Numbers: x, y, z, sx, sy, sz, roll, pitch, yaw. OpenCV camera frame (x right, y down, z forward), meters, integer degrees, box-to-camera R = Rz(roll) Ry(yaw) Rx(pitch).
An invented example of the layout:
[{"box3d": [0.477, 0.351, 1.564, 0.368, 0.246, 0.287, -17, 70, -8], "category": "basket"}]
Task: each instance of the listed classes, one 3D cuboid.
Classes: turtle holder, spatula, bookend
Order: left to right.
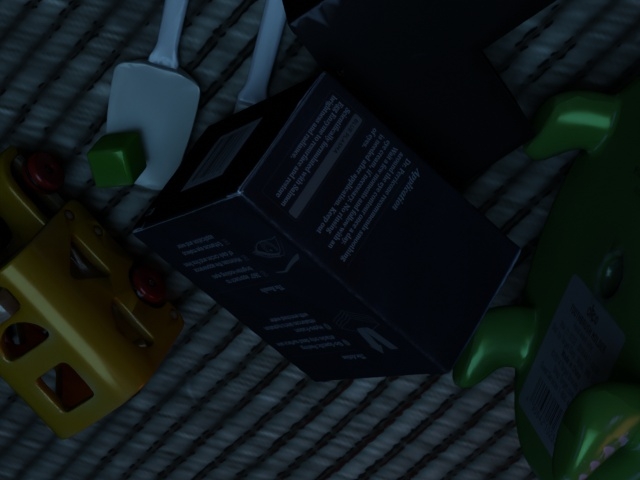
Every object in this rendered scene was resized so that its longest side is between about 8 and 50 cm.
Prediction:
[{"box3d": [-0.034, -0.126, 0.844, 0.168, 0.019, 0.242, 16, 117, 2], "category": "spatula"}, {"box3d": [0.084, -0.121, 0.799, 0.157, 0.072, 0.156, -34, 117, 12], "category": "bookend"}, {"box3d": [0.237, 0.010, 0.776, 0.227, 0.243, 0.320, 16, 78, -15], "category": "turtle holder"}]

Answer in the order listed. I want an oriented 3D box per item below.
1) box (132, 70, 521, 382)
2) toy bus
[{"box3d": [0.000, 0.000, 0.806, 0.158, 0.093, 0.156, 41, 156, -18], "category": "box"}, {"box3d": [-0.186, 0.029, 0.885, 0.202, 0.104, 0.191, 10, 120, 10], "category": "toy bus"}]
